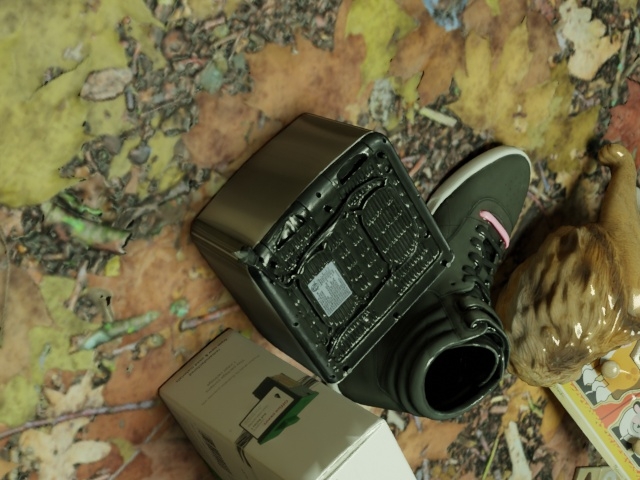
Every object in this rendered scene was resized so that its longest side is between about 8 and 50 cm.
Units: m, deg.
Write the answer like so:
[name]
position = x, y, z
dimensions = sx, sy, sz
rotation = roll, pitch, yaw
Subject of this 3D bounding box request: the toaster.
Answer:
[toaster]
position = 0.000, 0.000, 1.164
dimensions = 0.168, 0.110, 0.185
rotation = -47, 129, -17

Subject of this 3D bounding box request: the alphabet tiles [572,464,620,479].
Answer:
[alphabet tiles]
position = 0.367, 0.321, 1.644
dimensions = 0.237, 0.009, 0.198
rotation = 5, 103, -40

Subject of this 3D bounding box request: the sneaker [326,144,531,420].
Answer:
[sneaker]
position = 0.141, 0.046, 1.270
dimensions = 0.295, 0.147, 0.104
rotation = -53, 128, -12

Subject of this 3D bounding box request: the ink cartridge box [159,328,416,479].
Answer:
[ink cartridge box]
position = -0.015, 0.188, 1.147
dimensions = 0.092, 0.219, 0.160
rotation = -41, 127, -20

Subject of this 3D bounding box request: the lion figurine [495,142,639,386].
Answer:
[lion figurine]
position = 0.372, 0.041, 1.359
dimensions = 0.142, 0.392, 0.240
rotation = 68, 29, -55

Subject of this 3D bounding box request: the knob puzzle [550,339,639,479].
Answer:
[knob puzzle]
position = 0.354, 0.146, 1.439
dimensions = 0.030, 0.213, 0.213
rotation = -24, 132, -81
